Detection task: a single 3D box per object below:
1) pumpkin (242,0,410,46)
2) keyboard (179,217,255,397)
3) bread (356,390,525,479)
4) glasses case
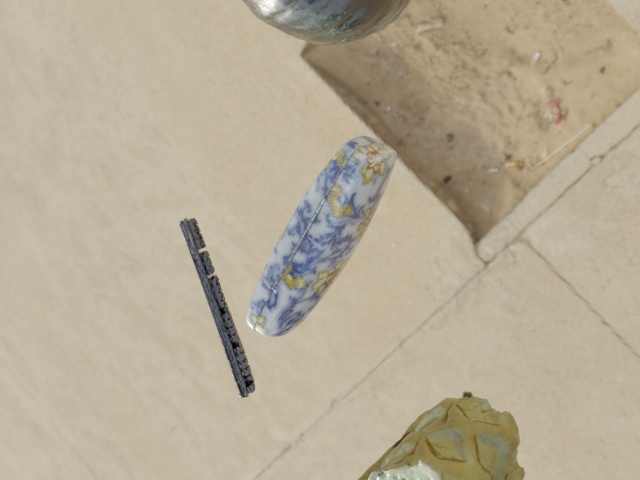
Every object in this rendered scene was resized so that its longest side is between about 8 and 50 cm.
[{"bbox_3d":[-0.017,-0.389,1.114,0.238,0.315,0.315,-36,90,32],"label":"pumpkin"},{"bbox_3d":[-0.124,0.080,1.070,0.072,0.023,0.231,-128,19,-88],"label":"keyboard"},{"bbox_3d":[0.193,0.384,1.378,0.238,0.252,0.196,-43,79,34],"label":"bread"},{"bbox_3d":[0.000,0.000,0.913,0.065,0.087,0.248,41,115,25],"label":"glasses case"}]
